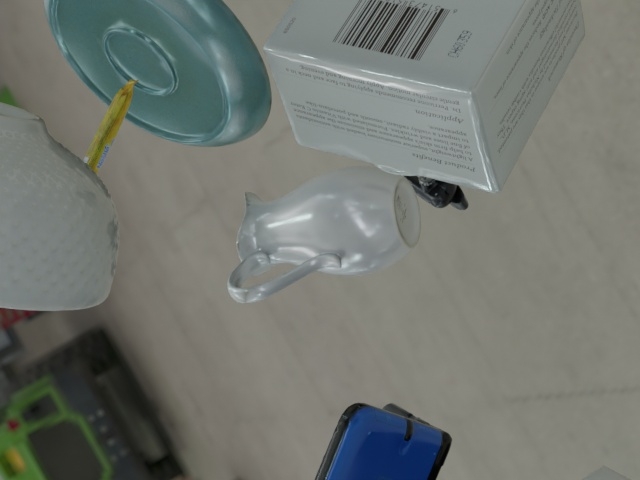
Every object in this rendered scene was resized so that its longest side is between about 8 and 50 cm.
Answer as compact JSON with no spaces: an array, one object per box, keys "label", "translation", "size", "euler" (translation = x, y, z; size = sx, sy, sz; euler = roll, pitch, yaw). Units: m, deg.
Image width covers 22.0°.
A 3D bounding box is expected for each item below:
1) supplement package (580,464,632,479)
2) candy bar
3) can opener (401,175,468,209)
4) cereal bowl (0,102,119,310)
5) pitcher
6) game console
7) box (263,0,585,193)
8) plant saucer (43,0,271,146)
[{"label":"supplement package","translation":[0.313,0.435,1.836],"size":[0.177,0.175,0.293],"euler":[26,114,30]},{"label":"candy bar","translation":[-0.236,-0.102,1.769],"size":[0.018,0.161,0.040],"euler":[25,180,-21]},{"label":"can opener","translation":[0.136,-0.096,2.345],"size":[0.186,0.059,0.073],"euler":[39,163,44]},{"label":"cereal bowl","translation":[-0.327,-0.054,1.387],"size":[0.339,0.339,0.141],"euler":[27,103,64]},{"label":"pitcher","translation":[0.000,0.000,1.880],"size":[0.178,0.207,0.125],"euler":[-73,-35,-44]},{"label":"game console","translation":[0.006,0.312,1.802],"size":[0.173,0.293,0.250],"euler":[20,177,42]},{"label":"box","translation":[0.084,-0.154,1.269],"size":[0.181,0.182,0.119],"euler":[16,148,26]},{"label":"plant saucer","translation":[-0.201,-0.218,1.912],"size":[0.317,0.044,0.317],"euler":[26,150,17]}]
